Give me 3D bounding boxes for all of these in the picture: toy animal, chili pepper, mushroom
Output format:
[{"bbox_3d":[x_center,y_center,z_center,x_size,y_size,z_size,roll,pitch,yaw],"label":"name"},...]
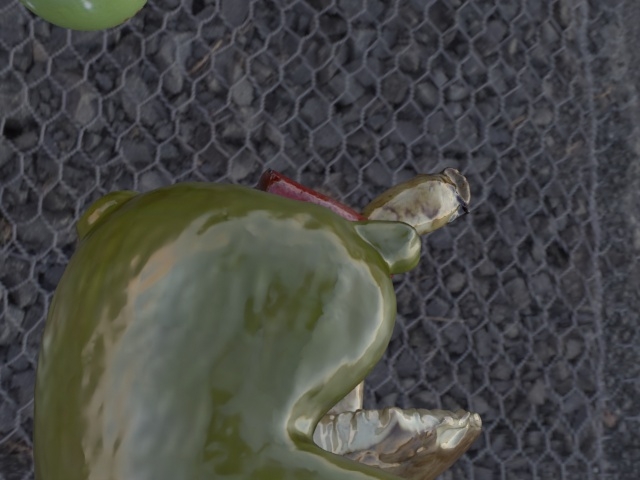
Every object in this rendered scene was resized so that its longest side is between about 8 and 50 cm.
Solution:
[{"bbox_3d":[-0.053,0.150,0.446,0.180,0.181,0.363,18,61,-28],"label":"toy animal"},{"bbox_3d":[0.000,0.000,0.745,0.123,0.070,0.073,26,50,-14],"label":"chili pepper"},{"bbox_3d":[0.011,0.091,0.820,0.233,0.208,0.301,11,46,-12],"label":"mushroom"}]

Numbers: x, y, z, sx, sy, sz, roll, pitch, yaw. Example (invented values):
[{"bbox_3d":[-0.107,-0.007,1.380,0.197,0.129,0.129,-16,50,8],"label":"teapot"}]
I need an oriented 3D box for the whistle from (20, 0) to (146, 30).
[{"bbox_3d":[-0.104,-0.225,0.681,0.294,0.141,0.141,-8,79,3],"label":"whistle"}]
